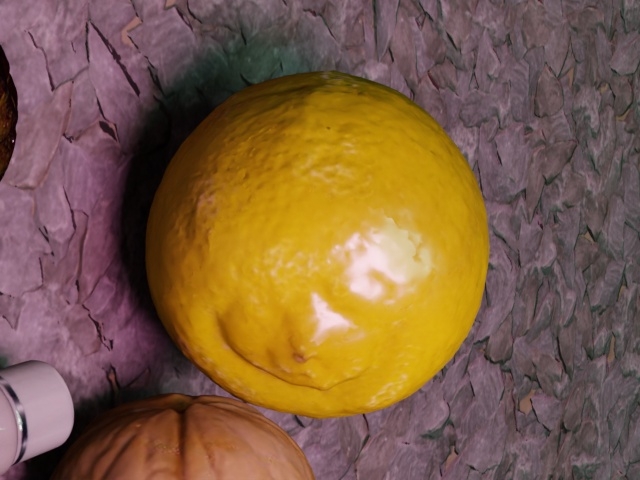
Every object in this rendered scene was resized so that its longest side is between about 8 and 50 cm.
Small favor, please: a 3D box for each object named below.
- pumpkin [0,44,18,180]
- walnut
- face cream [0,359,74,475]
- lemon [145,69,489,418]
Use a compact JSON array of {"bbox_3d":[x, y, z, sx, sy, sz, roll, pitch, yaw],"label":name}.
[{"bbox_3d":[-0.323,-0.081,1.088,0.238,0.159,0.238,-35,144,-31],"label":"pumpkin"},{"bbox_3d":[-0.128,0.298,1.364,0.252,0.277,0.313,-1,99,-33],"label":"walnut"},{"bbox_3d":[-0.339,0.173,1.206,0.314,0.089,0.143,-18,127,-47],"label":"face cream"},{"bbox_3d":[0.000,0.000,1.430,0.348,0.348,0.348,-14,108,-52],"label":"lemon"}]
